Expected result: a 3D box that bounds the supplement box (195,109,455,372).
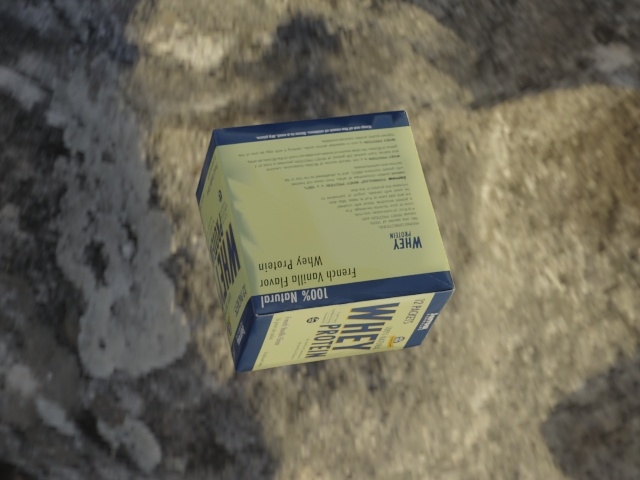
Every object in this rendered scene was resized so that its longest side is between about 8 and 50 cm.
[{"bbox_3d":[0.000,0.000,0.726,0.083,0.083,0.056,-7,155,-15],"label":"supplement box"}]
